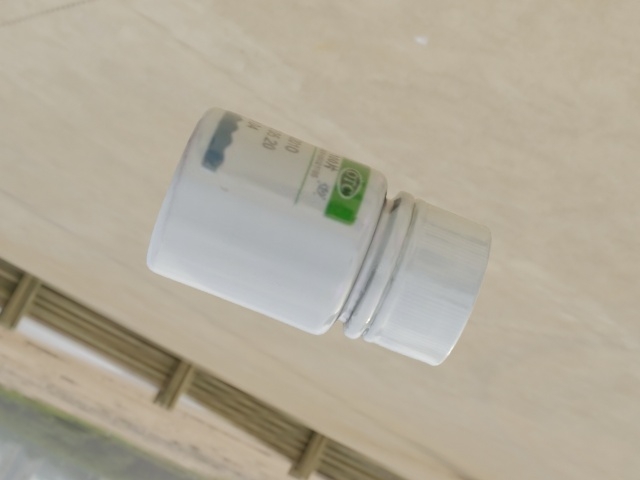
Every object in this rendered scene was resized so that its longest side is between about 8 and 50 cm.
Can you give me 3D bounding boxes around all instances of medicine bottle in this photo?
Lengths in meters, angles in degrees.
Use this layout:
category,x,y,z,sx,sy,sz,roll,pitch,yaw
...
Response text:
category,x,y,z,sx,sy,sz,roll,pitch,yaw
medicine bottle,0.000,0.000,0.898,0.237,0.139,0.139,20,167,-3
